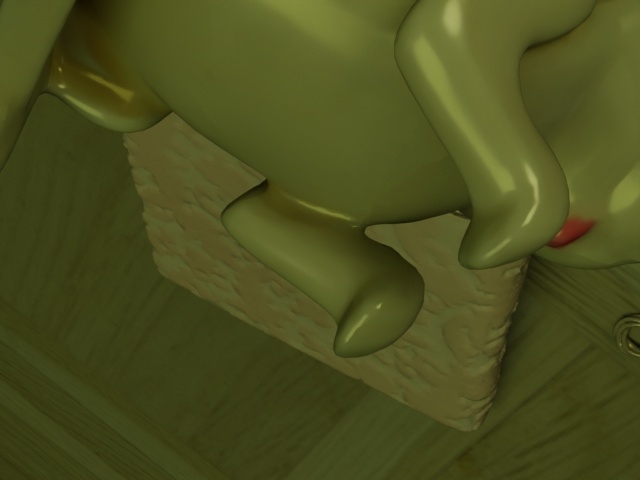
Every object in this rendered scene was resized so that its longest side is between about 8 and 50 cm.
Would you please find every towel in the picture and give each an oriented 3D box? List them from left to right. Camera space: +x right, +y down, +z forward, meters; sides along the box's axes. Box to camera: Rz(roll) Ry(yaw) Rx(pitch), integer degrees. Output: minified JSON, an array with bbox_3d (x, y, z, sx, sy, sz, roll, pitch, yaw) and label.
[{"bbox_3d":[0.000,0.000,1.070,0.317,0.053,0.332,26,155,15],"label":"towel"}]

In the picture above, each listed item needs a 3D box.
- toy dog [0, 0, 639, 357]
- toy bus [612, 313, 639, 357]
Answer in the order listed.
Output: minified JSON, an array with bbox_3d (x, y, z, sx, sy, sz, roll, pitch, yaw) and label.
[{"bbox_3d":[0.044,-0.123,0.774,0.408,0.395,0.284,22,135,-16],"label":"toy dog"},{"bbox_3d":[0.300,0.111,0.954,0.191,0.104,0.202,40,141,-1],"label":"toy bus"}]
